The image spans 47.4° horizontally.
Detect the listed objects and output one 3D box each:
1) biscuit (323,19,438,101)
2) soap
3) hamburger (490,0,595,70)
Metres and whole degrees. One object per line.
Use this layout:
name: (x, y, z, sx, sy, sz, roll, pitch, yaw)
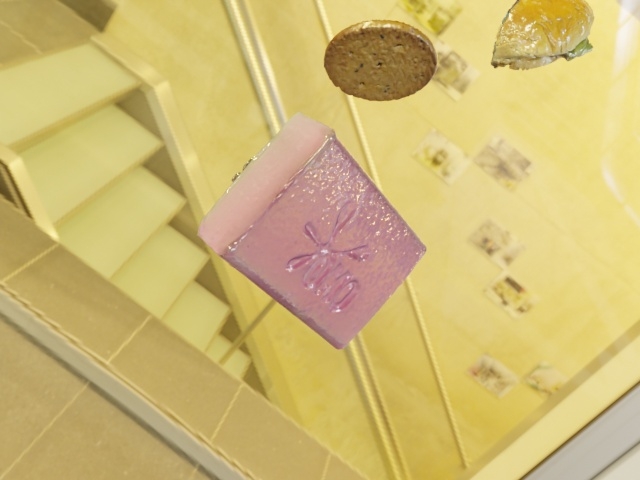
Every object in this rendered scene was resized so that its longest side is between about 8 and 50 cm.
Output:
biscuit: (0.098, -0.293, 1.191, 0.187, 0.187, 0.027, 24, 57, -33)
soap: (0.001, 0.001, 0.862, 0.081, 0.181, 0.259, 38, -5, 46)
hamburger: (0.296, -0.275, 0.929, 0.102, 0.087, 0.176, 20, 45, 28)
